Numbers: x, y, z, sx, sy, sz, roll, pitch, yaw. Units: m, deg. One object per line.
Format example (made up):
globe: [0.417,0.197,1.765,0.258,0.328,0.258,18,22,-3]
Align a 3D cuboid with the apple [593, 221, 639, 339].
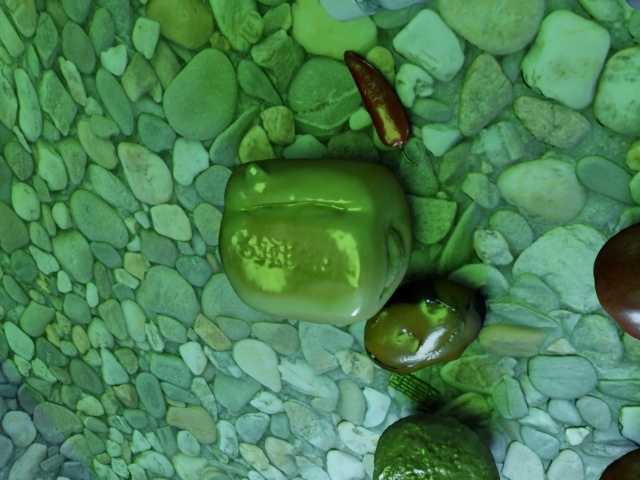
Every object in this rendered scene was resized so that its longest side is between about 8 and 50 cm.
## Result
apple: [0.582,0.067,1.083,0.201,0.218,0.218,-32,96,39]

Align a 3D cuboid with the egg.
egg: [0.262,0.525,1.460,0.311,0.279,0.279,19,127,-16]

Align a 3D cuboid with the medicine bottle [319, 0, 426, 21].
medicine bottle: [0.134,-0.482,1.100,0.274,0.165,0.165,-8,109,32]

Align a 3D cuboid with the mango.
mango: [0.215,0.184,1.390,0.287,0.153,0.201,-28,95,36]

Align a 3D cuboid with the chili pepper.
chili pepper: [0.124,-0.264,1.281,0.071,0.063,0.272,-27,96,24]

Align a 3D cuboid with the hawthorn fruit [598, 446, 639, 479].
hawthorn fruit: [0.666,0.521,1.229,0.276,0.299,0.275,0,129,0]

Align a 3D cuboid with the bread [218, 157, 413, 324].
bread: [0.000,0.000,1.352,0.376,0.253,0.347,2,98,28]

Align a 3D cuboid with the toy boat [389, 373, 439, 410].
toy boat: [0.225,0.358,1.555,0.115,0.016,0.063,30,125,14]

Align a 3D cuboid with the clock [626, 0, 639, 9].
clock: [0.510,-0.409,0.934,0.153,0.050,0.109,-15,75,28]
